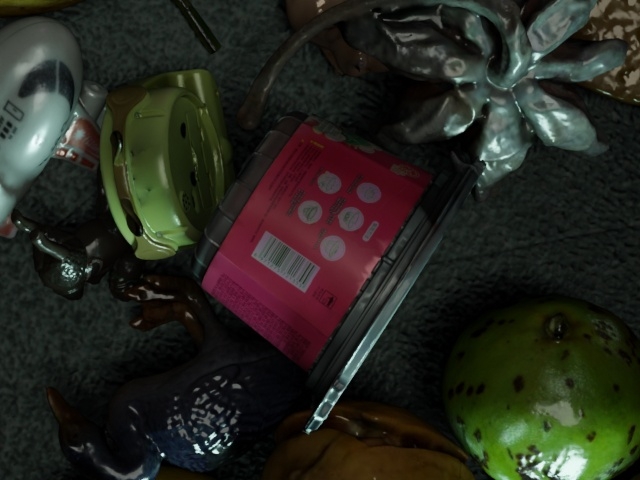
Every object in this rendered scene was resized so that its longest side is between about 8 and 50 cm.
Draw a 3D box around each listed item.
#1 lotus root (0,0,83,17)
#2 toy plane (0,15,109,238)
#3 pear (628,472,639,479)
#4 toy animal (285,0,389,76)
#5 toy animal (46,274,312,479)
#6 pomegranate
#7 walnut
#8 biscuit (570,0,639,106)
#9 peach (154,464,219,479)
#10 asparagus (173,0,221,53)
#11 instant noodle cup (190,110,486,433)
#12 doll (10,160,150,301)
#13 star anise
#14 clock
[{"bbox_3d":[-0.285,-0.287,1.652,0.314,0.141,0.169,3,116,11],"label":"lotus root"},{"bbox_3d":[-0.296,-0.093,1.685,0.252,0.118,0.252,-19,131,-23],"label":"toy plane"},{"bbox_3d":[0.395,0.366,1.767,0.309,0.309,0.309,-1,96,-9],"label":"pear"},{"bbox_3d":[0.027,-0.213,1.755,0.150,0.083,0.089,30,77,-10],"label":"toy animal"},{"bbox_3d":[-0.111,0.130,1.731,0.298,0.122,0.185,-10,64,-19],"label":"toy animal"},{"bbox_3d":[0.220,0.170,1.778,0.211,0.211,0.263,0,130,-9],"label":"pomegranate"},{"bbox_3d":[0.069,0.280,1.740,0.209,0.209,0.336,-50,130,-1],"label":"walnut"},{"bbox_3d":[0.293,-0.280,1.789,0.394,0.076,0.368,9,100,-10],"label":"biscuit"},{"bbox_3d":[-0.166,0.336,1.750,0.251,0.153,0.251,-1,94,-16],"label":"peach"},{"bbox_3d":[-0.139,-0.235,1.760,0.018,0.015,0.127,-39,100,-5],"label":"asparagus"},{"bbox_3d":[0.000,0.000,1.623,0.182,0.258,0.302,33,55,2],"label":"instant noodle cup"},{"bbox_3d":[-0.212,0.005,1.722,0.139,0.057,0.165,-39,139,-24],"label":"doll"},{"bbox_3d":[0.145,-0.150,1.686,0.316,0.139,0.359,39,105,-18],"label":"star anise"},{"bbox_3d":[-0.146,-0.065,1.669,0.069,0.232,0.170,-7,99,18],"label":"clock"}]
